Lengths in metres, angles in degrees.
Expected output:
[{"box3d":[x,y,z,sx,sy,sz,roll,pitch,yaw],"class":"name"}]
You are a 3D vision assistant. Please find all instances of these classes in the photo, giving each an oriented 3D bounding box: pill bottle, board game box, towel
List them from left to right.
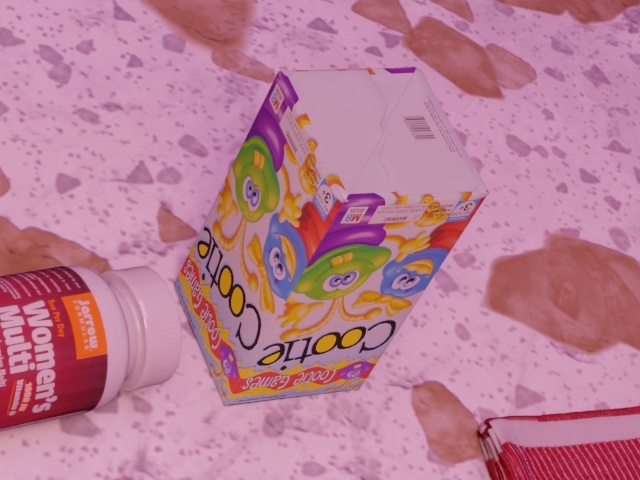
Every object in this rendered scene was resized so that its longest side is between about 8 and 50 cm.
[{"box3d":[-0.230,0.085,1.370,0.221,0.121,0.121,-10,55,-34],"class":"pill bottle"},{"box3d":[0.000,0.000,1.459,0.142,0.275,0.144,-5,52,-31],"class":"board game box"},{"box3d":[0.294,0.285,1.521,0.237,0.037,0.329,0,50,-29],"class":"towel"}]
